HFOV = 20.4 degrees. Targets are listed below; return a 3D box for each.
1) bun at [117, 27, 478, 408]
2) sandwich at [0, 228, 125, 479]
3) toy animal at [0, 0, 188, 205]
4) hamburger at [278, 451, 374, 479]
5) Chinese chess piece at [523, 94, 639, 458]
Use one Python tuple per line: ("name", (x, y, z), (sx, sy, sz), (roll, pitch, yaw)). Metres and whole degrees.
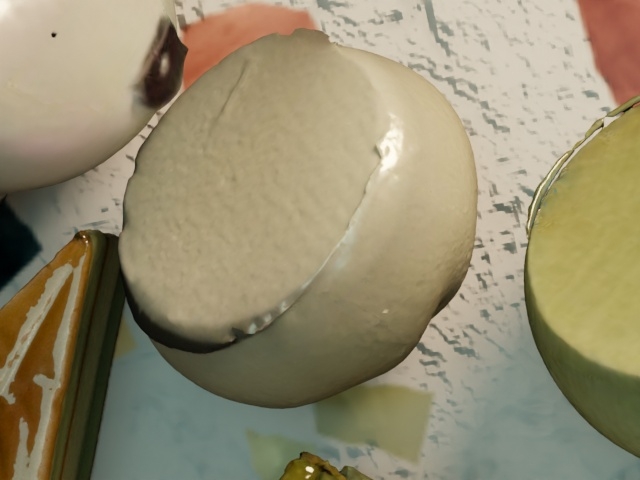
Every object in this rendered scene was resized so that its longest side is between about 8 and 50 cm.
("bun", (0.000, 0.000, 0.813), (0.173, 0.120, 0.173), (-23, 50, 30))
("sandwich", (-0.122, 0.091, 0.856), (0.163, 0.079, 0.113), (-45, 79, 3))
("toy animal", (-0.203, -0.088, 0.825), (0.267, 0.212, 0.212), (-40, 77, 10))
("hamburger", (0.032, 0.224, 0.754), (0.288, 0.167, 0.192), (41, 98, 20))
("Chinese chess piece", (0.180, 0.012, 0.753), (0.188, 0.083, 0.188), (-17, 43, 17))
